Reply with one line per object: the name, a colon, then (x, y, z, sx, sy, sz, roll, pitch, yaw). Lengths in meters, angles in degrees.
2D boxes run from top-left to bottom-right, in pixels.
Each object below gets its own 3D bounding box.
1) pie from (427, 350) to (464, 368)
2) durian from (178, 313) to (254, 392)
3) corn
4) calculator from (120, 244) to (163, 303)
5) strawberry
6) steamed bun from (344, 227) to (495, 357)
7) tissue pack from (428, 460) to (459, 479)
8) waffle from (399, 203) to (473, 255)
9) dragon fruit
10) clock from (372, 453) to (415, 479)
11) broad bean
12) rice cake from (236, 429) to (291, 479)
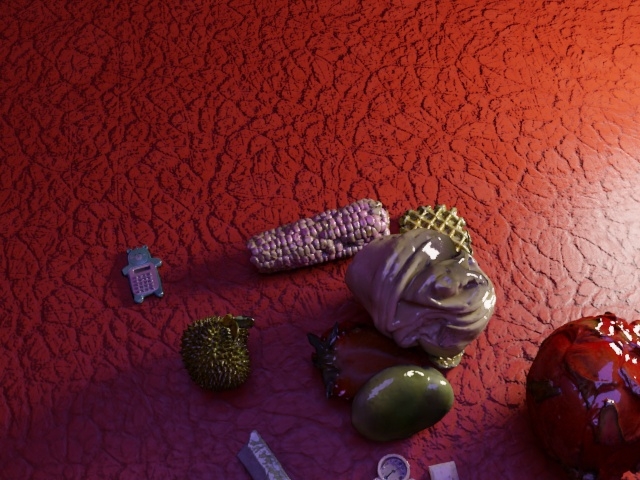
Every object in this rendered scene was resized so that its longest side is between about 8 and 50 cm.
pie: (0.271, 0.241, 1.566, 0.084, 0.020, 0.084, 1, 61, -2)
durian: (-0.213, 0.229, 1.456, 0.146, 0.198, 0.159, -1, 83, -13)
corn: (0.000, -0.002, 1.635, 0.335, 0.126, 0.126, -17, 64, -9)
calculator: (-0.404, 0.074, 1.636, 0.094, 0.019, 0.141, -17, 64, -8)
strawberry: (0.093, 0.234, 1.507, 0.228, 0.098, 0.174, -13, 96, -18)
steamed bun: (0.229, 0.093, 1.486, 0.320, 0.206, 0.275, 5, 48, -31)
tissue pack: (0.253, 0.498, 1.425, 0.056, 0.023, 0.108, -10, 62, -7)
waffle: (0.271, -0.005, 1.690, 0.169, 0.036, 0.183, -5, 64, -7)
dragon fruit: (0.540, 0.304, 1.406, 0.277, 0.277, 0.342, 31, 77, 14)
clock: (0.163, 0.485, 1.420, 0.129, 0.041, 0.087, 34, 62, 21)
broad bean: (0.163, 0.327, 1.449, 0.228, 0.169, 0.100, 10, 16, -24)
rice cake: (-0.091, 0.476, 1.404, 0.069, 0.063, 0.206, -36, 67, -12)
